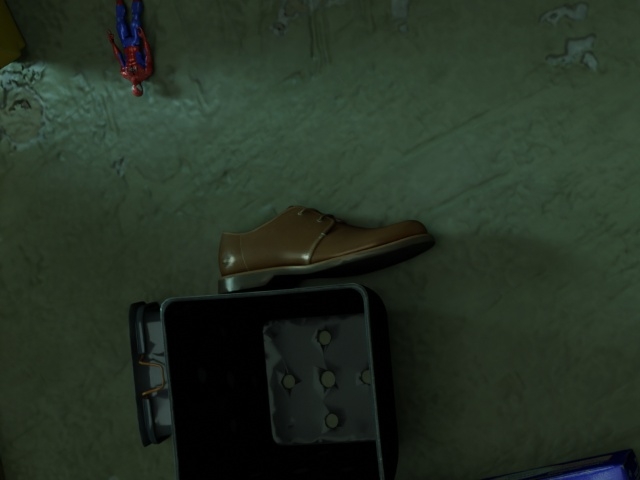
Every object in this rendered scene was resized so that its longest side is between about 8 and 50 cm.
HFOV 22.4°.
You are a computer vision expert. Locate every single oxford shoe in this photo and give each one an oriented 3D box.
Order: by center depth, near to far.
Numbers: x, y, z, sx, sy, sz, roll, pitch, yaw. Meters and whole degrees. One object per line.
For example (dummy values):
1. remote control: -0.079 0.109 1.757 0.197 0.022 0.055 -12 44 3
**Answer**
1. oxford shoe: 0.000 0.000 1.482 0.212 0.076 0.076 -9 78 17

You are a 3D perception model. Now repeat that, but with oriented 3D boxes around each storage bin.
1. storage bin: -0.125 0.121 1.518 0.091 0.098 0.135 -6 90 8

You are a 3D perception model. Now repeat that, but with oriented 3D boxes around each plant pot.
1. plant pot: -0.017 0.134 1.440 0.187 0.167 0.188 -5 89 18

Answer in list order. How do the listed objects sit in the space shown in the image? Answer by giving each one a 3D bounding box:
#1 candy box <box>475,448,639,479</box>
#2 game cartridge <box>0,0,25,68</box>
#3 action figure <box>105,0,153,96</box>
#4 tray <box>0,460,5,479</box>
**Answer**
1. candy box: 0.181 0.367 1.407 0.268 0.122 0.317 -14 86 17
2. game cartridge: -0.408 -0.311 1.490 0.052 0.285 0.324 -28 83 12
3. action figure: -0.184 -0.196 1.557 0.038 0.030 0.115 -9 91 13
4. tray: -0.428 0.237 1.626 0.202 0.076 0.411 -13 89 18
